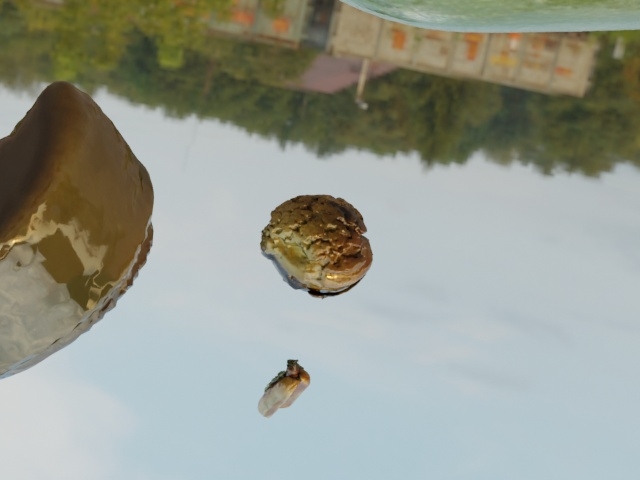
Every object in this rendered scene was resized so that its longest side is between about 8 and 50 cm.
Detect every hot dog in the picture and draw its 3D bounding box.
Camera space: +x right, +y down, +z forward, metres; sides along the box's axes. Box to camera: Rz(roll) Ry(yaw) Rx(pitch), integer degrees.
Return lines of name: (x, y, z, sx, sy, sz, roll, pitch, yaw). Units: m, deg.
hot dog: (-0.046, 0.178, 1.567, 0.056, 0.041, 0.133, -27, 167, -28)

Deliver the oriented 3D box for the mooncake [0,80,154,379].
mooncake: (-0.422, -0.011, 1.637, 0.394, 0.393, 0.246, 22, 158, 45)

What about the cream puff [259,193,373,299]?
cream puff: (0.000, 0.000, 1.482, 0.133, 0.104, 0.119, 35, -130, -14)

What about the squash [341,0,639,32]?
squash: (0.105, -0.289, 0.895, 0.309, 0.310, 0.310, -2, -171, 11)
